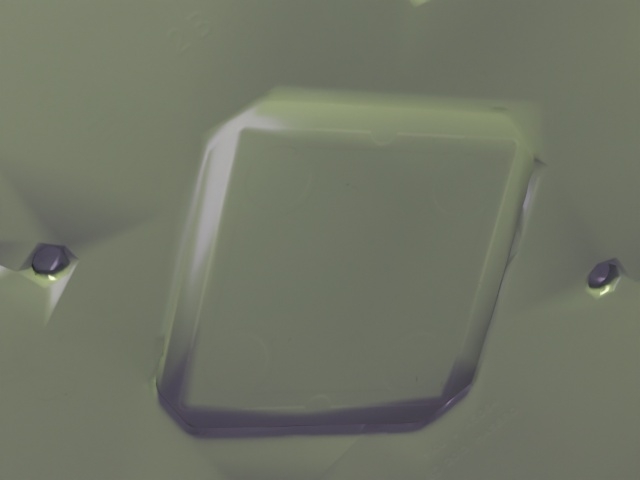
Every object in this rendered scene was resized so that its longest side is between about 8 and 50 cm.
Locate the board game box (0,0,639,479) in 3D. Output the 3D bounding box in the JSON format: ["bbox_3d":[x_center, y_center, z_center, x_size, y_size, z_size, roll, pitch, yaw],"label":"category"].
[{"bbox_3d":[0.000,0.000,0.596,0.390,0.050,0.390,-38,126,-2],"label":"board game box"}]
